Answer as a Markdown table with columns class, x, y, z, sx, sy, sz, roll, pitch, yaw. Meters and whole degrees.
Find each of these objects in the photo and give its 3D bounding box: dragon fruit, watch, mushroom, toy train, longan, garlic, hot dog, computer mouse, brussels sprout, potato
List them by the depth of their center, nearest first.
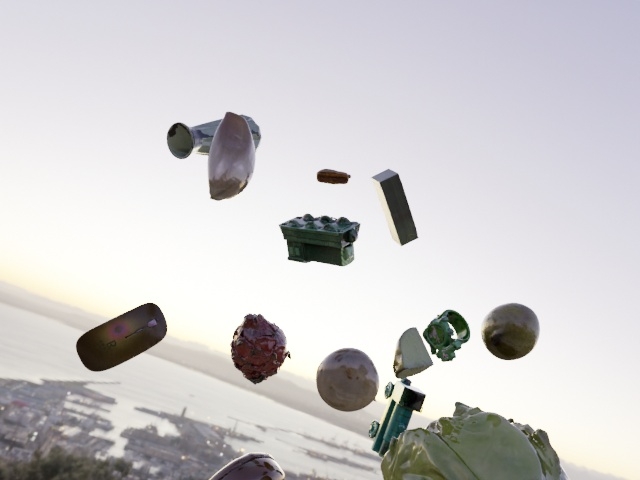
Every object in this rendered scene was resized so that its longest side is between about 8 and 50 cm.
| class | x | y | z | sx | sy | sz | roll | pitch | yaw |
| --- | --- | --- | --- | --- | --- | --- | --- | --- | --- |
| brussels sprout | 0.387 | 0.616 | 1.156 | 0.361 | 0.426 | 0.342 | -119 | -172 | -66 |
| longan | 0.509 | 0.240 | 1.299 | 0.176 | 0.145 | 0.155 | 1 | -26 | -38 |
| potato | 0.229 | 0.314 | 1.364 | 0.149 | 0.120 | 0.081 | 7 | -40 | -44 |
| garlic | -0.244 | -0.234 | 1.379 | 0.112 | 0.318 | 0.143 | -26 | -43 | 27 |
| mushroom | 0.089 | 0.440 | 1.571 | 0.204 | 0.204 | 0.204 | 18 | -16 | 5 |
| computer mouse | -0.689 | 0.336 | 1.722 | 0.072 | 0.310 | 0.158 | -5 | -72 | 55 |
| watch | 0.455 | 0.335 | 1.724 | 0.152 | 0.165 | 0.131 | -8 | -30 | -40 |
| toy train | 0.000 | 0.000 | 1.801 | 0.330 | 0.178 | 0.138 | 9 | 23 | 38 |
| toy train | 0.279 | 0.661 | 1.813 | 0.120 | 0.298 | 0.194 | 22 | -5 | -5 |
| hot dog | 0.053 | -0.259 | 1.982 | 0.144 | 0.062 | 0.038 | 6 | 26 | 15 |
| dragon fruit | -0.250 | 0.436 | 2.010 | 0.245 | 0.298 | 0.244 | -6 | 18 | 2 |

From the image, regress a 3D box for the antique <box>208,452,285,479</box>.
| class | x | y | z | sx | sy | sz | roll | pitch | yaw |
| --- | --- | --- | --- | --- | --- | --- | --- | --- | --- |
| antique | -0.218 | 0.675 | 1.262 | 0.129 | 0.278 | 0.223 | 40 | -26 | 37 |

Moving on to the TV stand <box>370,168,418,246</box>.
| class | x | y | z | sx | sy | sz | roll | pitch | yaw |
| --- | --- | --- | --- | --- | --- | --- | --- | --- | --- |
| TV stand | 0.273 | -0.118 | 1.782 | 0.269 | 0.083 | 0.088 | 68 | -8 | -25 |

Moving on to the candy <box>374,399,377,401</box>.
| class | x | y | z | sx | sy | sz | roll | pitch | yaw |
| --- | --- | --- | --- | --- | --- | --- | --- | --- | --- |
| candy | 0.217 | 0.627 | 2.183 | 0.069 | 0.149 | 0.246 | -13 | -30 | 3 |

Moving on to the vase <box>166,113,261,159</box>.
| class | x | y | z | sx | sy | sz | roll | pitch | yaw |
| --- | --- | --- | --- | --- | --- | --- | --- | --- | --- |
| vase | -0.353 | -0.347 | 1.676 | 0.165 | 0.165 | 0.360 | 11 | 18 | 27 |
